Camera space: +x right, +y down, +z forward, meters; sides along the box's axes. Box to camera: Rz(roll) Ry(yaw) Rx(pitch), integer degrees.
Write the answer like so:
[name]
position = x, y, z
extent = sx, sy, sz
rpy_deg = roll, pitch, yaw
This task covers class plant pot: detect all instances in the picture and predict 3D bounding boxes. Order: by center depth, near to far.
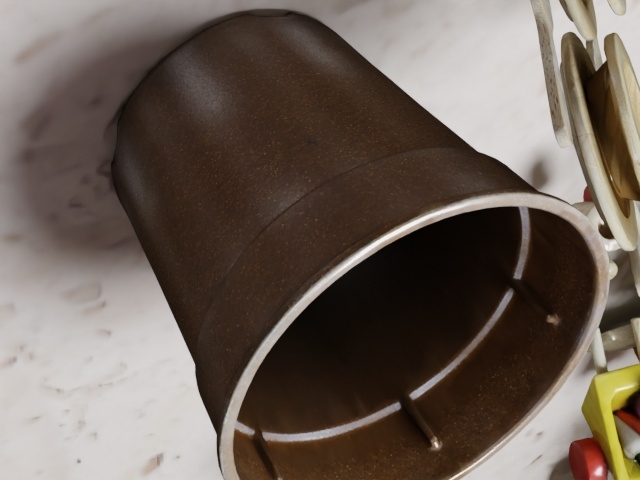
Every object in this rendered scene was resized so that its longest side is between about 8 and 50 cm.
[plant pot]
position = 0.000, 0.000, 0.517
extent = 0.167, 0.165, 0.167
rpy_deg = -21, 138, -20

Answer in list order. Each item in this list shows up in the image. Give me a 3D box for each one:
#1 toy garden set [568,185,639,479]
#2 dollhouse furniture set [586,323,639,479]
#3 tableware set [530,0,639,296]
[toy garden set]
position = 0.221, 0.016, 0.674
extent = 0.203, 0.049, 0.244
rpy_deg = -12, 95, -10
[dollhouse furniture set]
position = 0.281, 0.164, 0.839
extent = 0.135, 0.262, 0.259
rpy_deg = -20, 171, -22
[tableware set]
position = 0.117, -0.086, 0.504
extent = 0.039, 0.194, 0.128
rpy_deg = -16, 145, 20
